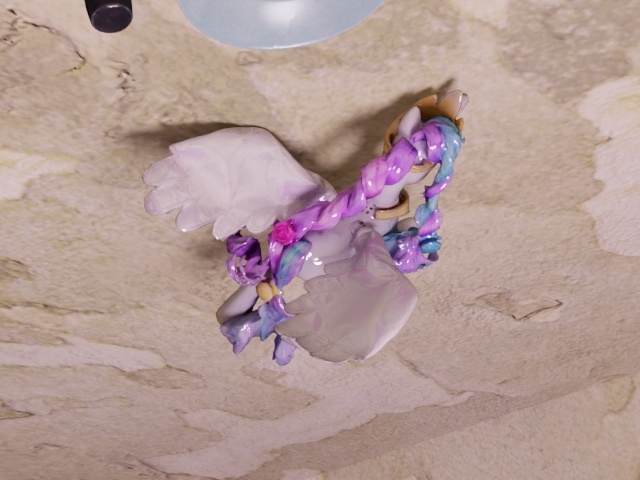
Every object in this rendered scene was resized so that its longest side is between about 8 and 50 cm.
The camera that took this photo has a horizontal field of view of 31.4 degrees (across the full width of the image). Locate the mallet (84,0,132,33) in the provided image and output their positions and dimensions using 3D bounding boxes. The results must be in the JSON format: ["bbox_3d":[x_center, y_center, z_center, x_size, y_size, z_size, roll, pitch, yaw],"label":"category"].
[{"bbox_3d":[-0.147,-0.255,0.912,0.039,0.062,0.189,5,135,-32],"label":"mallet"}]

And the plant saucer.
[{"bbox_3d":[-0.029,-0.237,0.984,0.195,0.037,0.195,-8,154,-4],"label":"plant saucer"}]

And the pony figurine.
[{"bbox_3d":[0.000,0.000,1.272,0.351,0.303,0.363,-34,165,-34],"label":"pony figurine"}]
